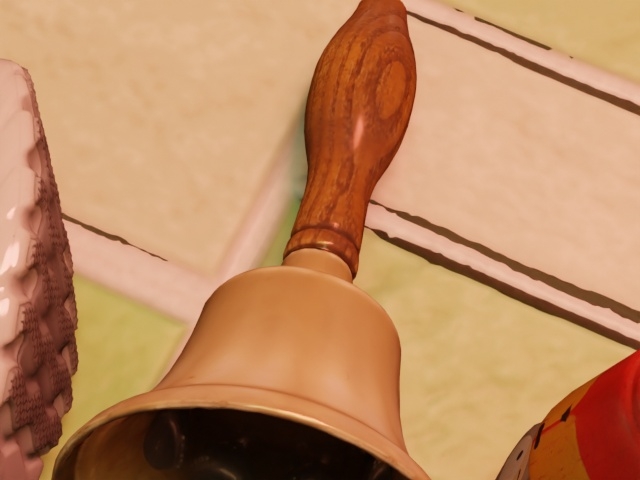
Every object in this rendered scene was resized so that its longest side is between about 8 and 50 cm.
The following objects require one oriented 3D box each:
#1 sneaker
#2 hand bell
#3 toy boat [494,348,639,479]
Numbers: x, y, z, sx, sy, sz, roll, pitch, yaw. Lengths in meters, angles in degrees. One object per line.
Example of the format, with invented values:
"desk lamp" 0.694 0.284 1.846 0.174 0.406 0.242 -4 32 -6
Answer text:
"sneaker" -0.146 0.058 0.555 0.115 0.105 0.281 6 59 4
"hand bell" 0.000 0.000 0.617 0.126 0.126 0.242 12 49 1
"toy boat" 0.196 0.037 0.592 0.318 0.148 0.267 -18 70 -22
